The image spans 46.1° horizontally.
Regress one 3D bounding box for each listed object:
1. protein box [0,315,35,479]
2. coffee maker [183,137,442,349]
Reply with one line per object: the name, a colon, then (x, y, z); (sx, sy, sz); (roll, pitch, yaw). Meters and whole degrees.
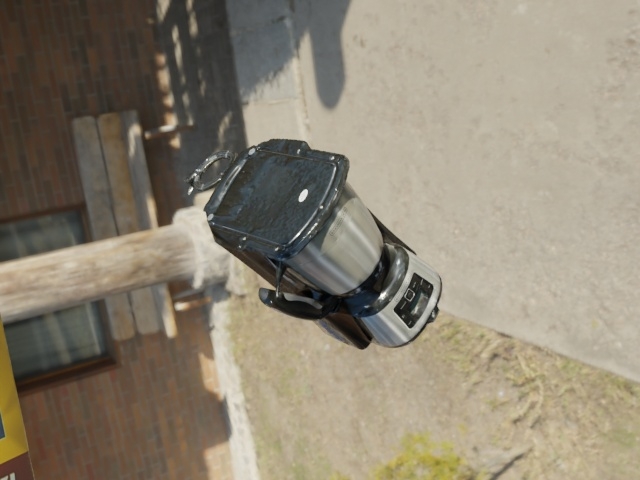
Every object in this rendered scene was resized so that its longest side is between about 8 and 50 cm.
protein box: (-0.252, 0.061, 0.312); (0.201, 0.136, 0.200); (-9, 93, 28)
coffee maker: (0.000, 0.000, 0.645); (0.178, 0.120, 0.171); (45, -176, -42)
